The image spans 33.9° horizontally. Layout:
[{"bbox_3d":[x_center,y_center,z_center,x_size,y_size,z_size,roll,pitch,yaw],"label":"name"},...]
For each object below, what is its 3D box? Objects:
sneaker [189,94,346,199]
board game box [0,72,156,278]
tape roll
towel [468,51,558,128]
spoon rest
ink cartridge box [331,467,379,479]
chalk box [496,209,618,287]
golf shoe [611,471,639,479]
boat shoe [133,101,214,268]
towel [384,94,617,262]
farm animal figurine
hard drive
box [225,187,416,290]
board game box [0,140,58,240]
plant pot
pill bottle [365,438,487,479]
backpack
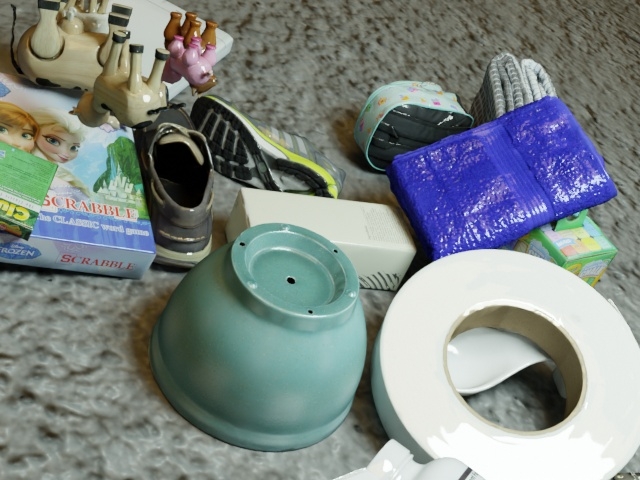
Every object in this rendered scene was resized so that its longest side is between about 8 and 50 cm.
[{"bbox_3d":[-0.088,-0.146,1.757,0.300,0.111,0.121,37,29,7],"label":"sneaker"},{"bbox_3d":[-0.411,-0.104,1.488,0.319,0.066,0.318,9,46,-32],"label":"board game box"},{"bbox_3d":[0.265,0.189,1.469,0.392,0.072,0.392,6,55,-8],"label":"tape roll"},{"bbox_3d":[0.327,-0.175,1.891,0.121,0.235,0.283,14,37,-9],"label":"towel"},{"bbox_3d":[0.260,0.177,1.560,0.276,0.084,0.137,8,42,-21],"label":"spoon rest"},{"bbox_3d":[0.025,0.362,1.129,0.082,0.190,0.139,-11,49,-37],"label":"ink cartridge box"},{"bbox_3d":[0.376,0.023,1.698,0.132,0.213,0.132,-9,48,-35],"label":"chalk box"},{"bbox_3d":[0.439,0.347,1.463,0.094,0.077,0.198,38,39,18],"label":"golf shoe"},{"bbox_3d":[-0.213,-0.114,1.612,0.132,0.130,0.355,6,42,-23],"label":"boat shoe"},{"bbox_3d":[0.274,-0.102,1.635,0.308,0.076,0.227,-24,51,-2],"label":"towel"},{"bbox_3d":[-0.302,-0.246,1.531,0.327,0.172,0.330,18,21,7],"label":"farm animal figurine"},{"bbox_3d":[-0.337,-0.341,1.884,0.233,0.047,0.353,29,38,7],"label":"hard drive"},{"bbox_3d":[0.000,0.000,1.622,0.275,0.094,0.113,7,41,-21],"label":"box"},{"bbox_3d":[-0.480,-0.100,1.354,0.260,0.030,0.136,24,38,-15],"label":"board game box"},{"bbox_3d":[-0.060,0.102,1.387,0.293,0.196,0.293,15,39,-13],"label":"plant pot"},{"bbox_3d":[0.175,0.375,1.202,0.323,0.181,0.181,35,39,14],"label":"pill bottle"},{"bbox_3d":[0.156,-0.204,1.887,0.188,0.166,0.144,2,42,-31],"label":"backpack"}]
